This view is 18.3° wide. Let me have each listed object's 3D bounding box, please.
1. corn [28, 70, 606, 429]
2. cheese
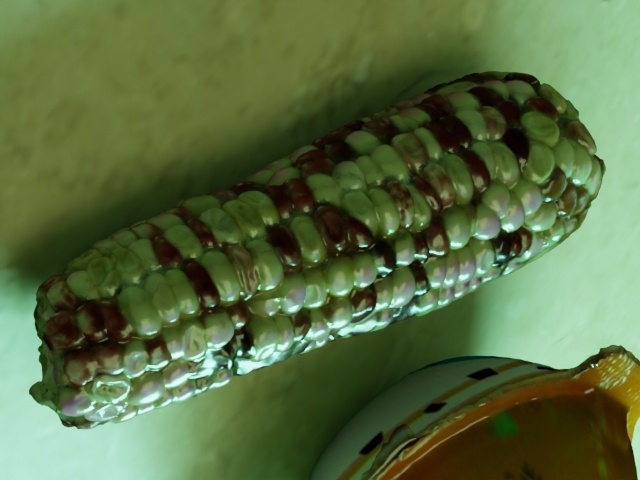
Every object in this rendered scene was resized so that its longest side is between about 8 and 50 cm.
[{"bbox_3d":[0.000,0.000,0.837,0.280,0.092,0.092,-21,133,-27],"label":"corn"},{"bbox_3d":[0.036,0.171,0.974,0.329,0.129,0.217,-44,146,9],"label":"cheese"}]
